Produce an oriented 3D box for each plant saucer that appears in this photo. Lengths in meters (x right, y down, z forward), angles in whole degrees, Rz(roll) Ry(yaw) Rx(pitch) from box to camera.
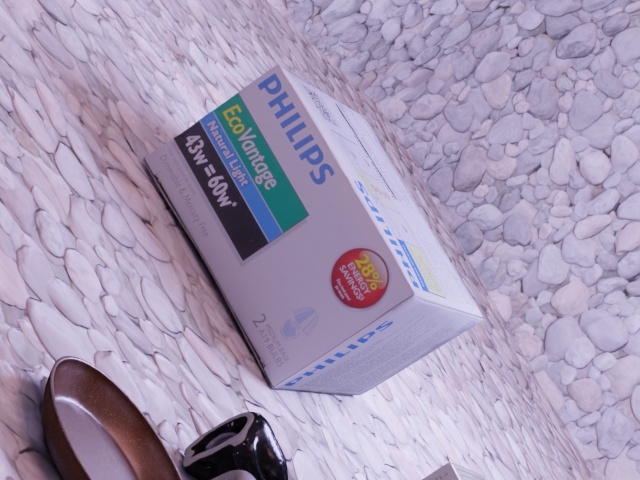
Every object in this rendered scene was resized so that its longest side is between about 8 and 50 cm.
[{"bbox_3d":[-0.183,0.192,1.547,0.198,0.036,0.198,52,12,-16],"label":"plant saucer"}]

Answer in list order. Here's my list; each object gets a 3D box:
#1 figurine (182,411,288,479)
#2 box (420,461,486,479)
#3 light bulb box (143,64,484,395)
[{"bbox_3d":[-0.047,0.297,1.704,0.209,0.092,0.215,57,12,-14],"label":"figurine"},{"bbox_3d":[0.209,0.445,2.221,0.311,0.121,0.148,61,13,26],"label":"box"},{"bbox_3d":[0.000,0.000,2.351,0.358,0.225,0.361,60,13,16],"label":"light bulb box"}]
